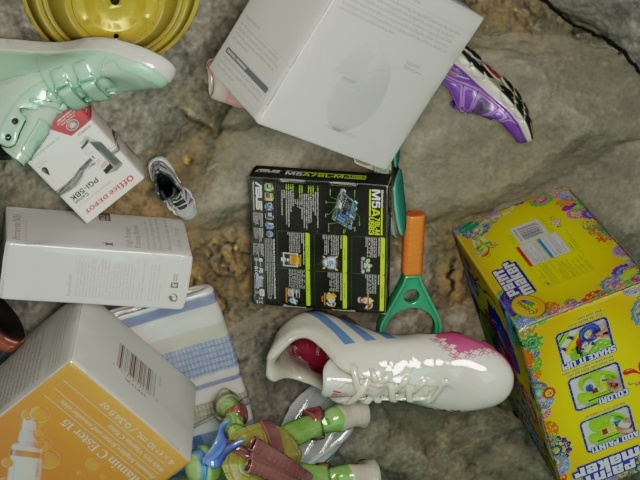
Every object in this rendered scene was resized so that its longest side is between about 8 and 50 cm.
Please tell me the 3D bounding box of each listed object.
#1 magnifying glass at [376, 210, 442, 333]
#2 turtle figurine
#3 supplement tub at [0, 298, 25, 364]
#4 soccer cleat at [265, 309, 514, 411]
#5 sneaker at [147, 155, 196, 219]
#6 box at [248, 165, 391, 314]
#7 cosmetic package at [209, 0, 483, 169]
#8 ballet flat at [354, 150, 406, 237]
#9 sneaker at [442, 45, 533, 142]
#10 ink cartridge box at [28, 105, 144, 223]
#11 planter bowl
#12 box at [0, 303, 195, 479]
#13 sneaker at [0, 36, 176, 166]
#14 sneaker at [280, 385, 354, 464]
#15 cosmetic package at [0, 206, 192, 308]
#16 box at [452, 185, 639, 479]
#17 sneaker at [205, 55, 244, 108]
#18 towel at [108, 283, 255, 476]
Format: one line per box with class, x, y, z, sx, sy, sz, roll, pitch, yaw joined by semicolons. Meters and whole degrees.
magnifying glass;0.126;0.067;1.869;0.092;0.026;0.231;-4;115;-10
turtle figurine;-0.072;0.298;1.816;0.266;0.198;0.274;-5;136;-22
supplement tub;-0.483;0.155;1.739;0.198;0.106;0.106;-42;116;9
soccer cleat;0.083;0.179;1.773;0.331;0.143;0.116;10;117;23
sneaker;-0.188;-0.055;1.719;0.038;0.069;0.098;-32;117;5
box;0.000;0.000;1.768;0.184;0.045;0.190;2;116;7
cosmetic package;0.031;-0.235;1.602;0.224;0.138;0.224;17;114;-44
ballet flat;0.077;-0.092;1.769;0.070;0.070;0.188;-8;115;-8
sneaker;0.210;-0.184;1.755;0.170;0.068;0.071;40;117;-17
ink cartridge box;-0.298;-0.104;1.679;0.099;0.056;0.135;-38;116;7
planter bowl;-0.243;-0.292;1.582;0.217;0.090;0.217;-4;116;-9
box;-0.360;0.268;1.756;0.345;0.168;0.215;-38;115;17
sneaker;-0.294;-0.153;1.568;0.256;0.094;0.151;2;74;16
sneaker;-0.025;0.294;1.919;0.094;0.091;0.258;39;86;14
cosmetic package;-0.287;0.021;1.710;0.231;0.117;0.085;5;114;-15
box;0.328;0.129;1.791;0.177;0.290;0.279;-21;117;-2
sneaker;-0.101;-0.227;1.664;0.070;0.051;0.134;8;118;-21
towel;-0.211;0.202;1.859;0.209;0.034;0.285;-17;118;-3
